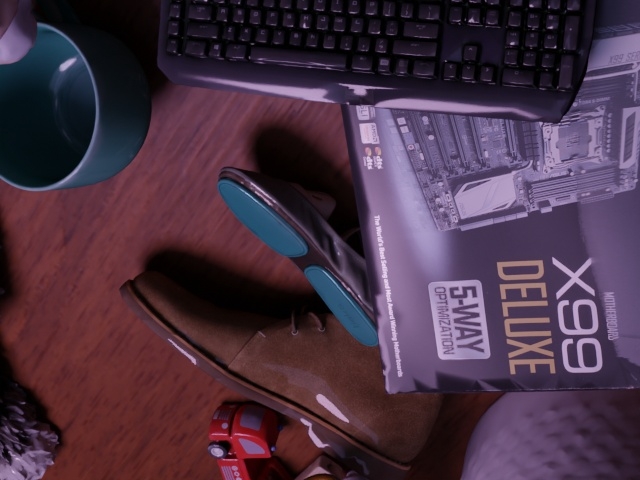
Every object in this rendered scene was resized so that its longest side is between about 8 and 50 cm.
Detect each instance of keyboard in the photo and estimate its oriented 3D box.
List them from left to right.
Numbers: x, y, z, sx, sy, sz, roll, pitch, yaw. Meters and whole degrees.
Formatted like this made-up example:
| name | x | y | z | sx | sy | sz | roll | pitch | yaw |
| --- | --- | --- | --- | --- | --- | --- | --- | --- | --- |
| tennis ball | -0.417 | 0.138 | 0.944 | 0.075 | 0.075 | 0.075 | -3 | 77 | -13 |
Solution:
| name | x | y | z | sx | sy | sz | roll | pitch | yaw |
| --- | --- | --- | --- | --- | --- | --- | --- | --- | --- |
| keyboard | 0.037 | -0.195 | 1.002 | 0.317 | 0.033 | 0.201 | 7 | 92 | 18 |

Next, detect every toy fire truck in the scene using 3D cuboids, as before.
| name | x | y | z | sx | sy | sz | roll | pitch | yaw |
| --- | --- | --- | --- | --- | --- | --- | --- | --- | --- |
| toy fire truck | -0.024 | 0.240 | 1.397 | 0.135 | 0.047 | 0.192 | -3 | 124 | 16 |

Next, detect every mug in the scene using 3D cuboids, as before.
| name | x | y | z | sx | sy | sz | roll | pitch | yaw |
| --- | --- | --- | --- | --- | --- | --- | --- | --- | --- |
| mug | -0.195 | -0.119 | 1.132 | 0.129 | 0.097 | 0.157 | 22 | 105 | 24 |
| mug | 0.284 | 0.330 | 1.206 | 0.374 | 0.328 | 0.276 | 21 | 129 | -1 |

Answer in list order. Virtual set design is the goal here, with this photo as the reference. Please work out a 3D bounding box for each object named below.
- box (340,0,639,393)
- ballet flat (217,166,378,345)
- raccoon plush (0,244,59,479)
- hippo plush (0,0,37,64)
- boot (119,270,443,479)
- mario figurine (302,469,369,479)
| name | x | y | z | sx | sy | sz | roll | pitch | yaw |
| --- | --- | --- | --- | --- | --- | --- | --- | --- | --- |
| box | 0.150 | -0.038 | 1.071 | 0.242 | 0.076 | 0.307 | -2 | 109 | 19 |
| ballet flat | 0.000 | 0.000 | 1.202 | 0.213 | 0.068 | 0.072 | 47 | 155 | -19 |
| raccoon plush | -0.381 | 0.125 | 1.242 | 0.216 | 0.299 | 0.446 | -24 | 118 | 28 |
| hippo plush | -0.225 | -0.289 | 0.987 | 0.236 | 0.234 | 0.294 | -33 | 114 | 5 |
| boot | -0.031 | 0.094 | 1.279 | 0.305 | 0.112 | 0.115 | 31 | 98 | -4 |
| mario figurine | -0.003 | 0.327 | 1.321 | 0.198 | 0.170 | 0.320 | -19 | 143 | 2 |
